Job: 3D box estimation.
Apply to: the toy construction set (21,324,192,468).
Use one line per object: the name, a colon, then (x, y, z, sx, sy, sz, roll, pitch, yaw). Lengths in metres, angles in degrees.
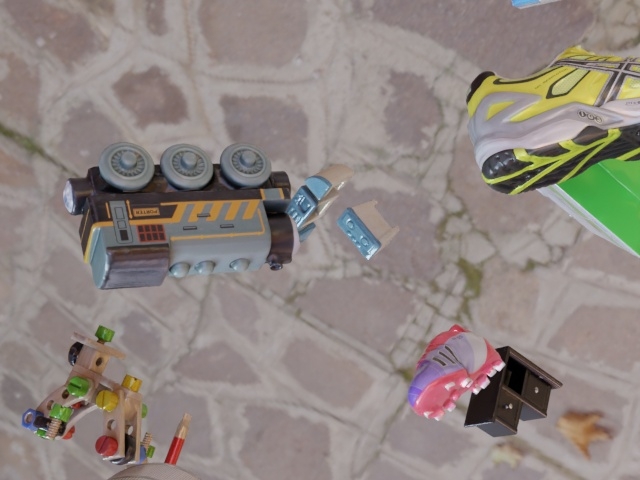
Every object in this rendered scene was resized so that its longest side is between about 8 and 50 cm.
toy construction set: (-0.383, 0.301, 2.011, 0.309, 0.237, 0.257, 30, 162, -28)

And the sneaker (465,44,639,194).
sneaker: (0.358, -0.178, 1.273, 0.145, 0.384, 0.147, 106, 148, -63)

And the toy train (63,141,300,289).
toy train: (-0.188, -0.032, 1.491, 0.334, 0.190, 0.142, -3, 150, -25)

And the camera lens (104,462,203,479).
camera lens: (-0.244, 0.421, 1.418, 0.219, 0.219, 0.274, 30, 177, 5)

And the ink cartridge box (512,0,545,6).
ink cartridge box: (0.348, -0.362, 1.425, 0.180, 0.104, 0.060, -9, 97, 17)

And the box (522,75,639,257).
box: (0.387, -0.112, 1.573, 0.262, 0.231, 0.127, 38, 96, -9)

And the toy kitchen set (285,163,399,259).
toy kitchen set: (0.000, 0.000, 1.726, 0.166, 0.122, 0.207, 51, 140, 11)

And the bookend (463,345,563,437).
bookend: (0.357, 0.302, 1.950, 0.156, 0.157, 0.072, 35, 147, -25)

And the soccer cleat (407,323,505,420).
soccer cleat: (0.158, 0.164, 1.361, 0.095, 0.248, 0.083, 42, 113, 20)
